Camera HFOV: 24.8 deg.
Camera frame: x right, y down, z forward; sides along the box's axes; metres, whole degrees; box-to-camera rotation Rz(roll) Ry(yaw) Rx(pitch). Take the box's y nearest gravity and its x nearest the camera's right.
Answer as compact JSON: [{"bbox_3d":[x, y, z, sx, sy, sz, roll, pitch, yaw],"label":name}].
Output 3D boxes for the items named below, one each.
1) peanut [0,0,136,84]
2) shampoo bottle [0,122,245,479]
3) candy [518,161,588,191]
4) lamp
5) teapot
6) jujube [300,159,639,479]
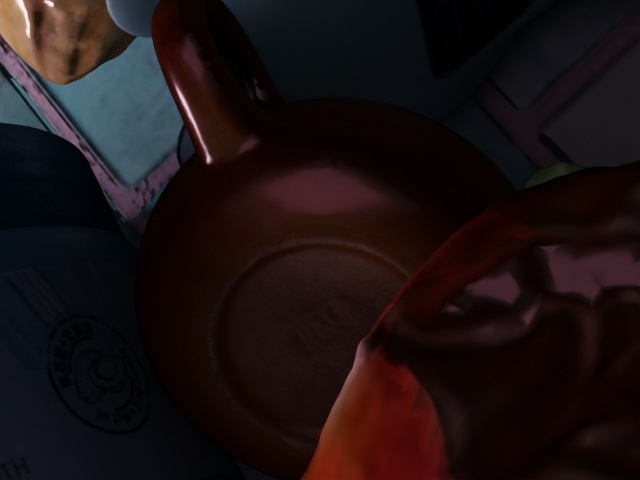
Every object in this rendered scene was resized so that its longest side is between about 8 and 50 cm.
[{"bbox_3d":[-0.135,-0.237,0.818,0.147,0.147,0.305,3,87,19],"label":"peanut"},{"bbox_3d":[-0.189,0.175,0.691,0.331,0.331,0.342,-31,76,13],"label":"shampoo bottle"},{"bbox_3d":[0.229,0.085,0.669,0.343,0.142,0.132,25,57,20],"label":"candy"},{"bbox_3d":[0.040,-0.143,0.720,0.284,0.209,0.147,-20,58,0],"label":"lamp"},{"bbox_3d":[0.000,0.000,0.638,0.178,0.135,0.252,-26,106,14],"label":"teapot"},{"bbox_3d":[0.183,0.124,0.455,0.377,0.276,0.276,18,90,20],"label":"jujube"}]
